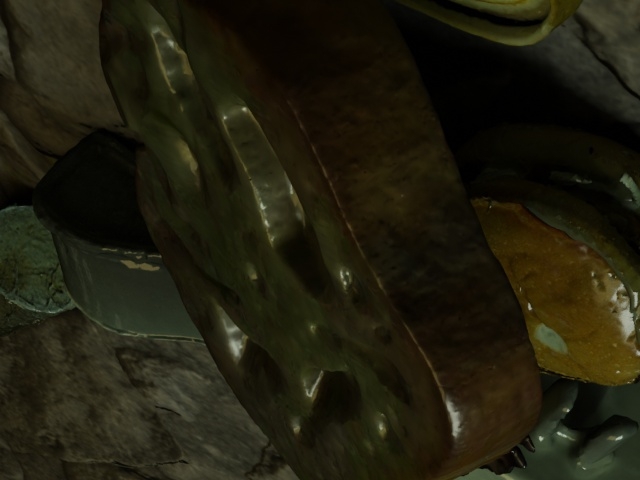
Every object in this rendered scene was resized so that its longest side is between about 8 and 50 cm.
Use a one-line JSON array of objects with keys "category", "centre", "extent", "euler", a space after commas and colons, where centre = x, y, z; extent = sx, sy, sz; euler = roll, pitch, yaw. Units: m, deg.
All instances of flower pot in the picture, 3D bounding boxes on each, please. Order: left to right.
[{"category": "flower pot", "centre": [-0.097, 0.013, 1.409], "extent": [0.229, 0.103, 0.108], "euler": [18, 145, 26]}]

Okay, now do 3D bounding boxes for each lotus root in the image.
[{"category": "lotus root", "centre": [0.000, 0.000, 1.134], "extent": [0.375, 0.111, 0.390], "euler": [38, 148, 48]}]

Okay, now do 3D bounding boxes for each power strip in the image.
[{"category": "power strip", "centre": [0.153, 0.134, 1.304], "extent": [0.139, 0.140, 0.224], "euler": [35, 149, 0]}]

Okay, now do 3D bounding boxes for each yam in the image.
[{"category": "yam", "centre": [-0.259, 0.029, 1.597], "extent": [0.107, 0.107, 0.183], "euler": [43, 150, -14]}]

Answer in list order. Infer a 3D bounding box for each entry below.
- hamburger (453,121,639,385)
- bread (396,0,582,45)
[{"category": "hamburger", "centre": [0.148, 0.002, 1.163], "extent": [0.177, 0.113, 0.185], "euler": [38, 142, 5]}, {"category": "bread", "centre": [0.073, -0.170, 1.026], "extent": [0.156, 0.064, 0.117], "euler": [27, 145, 16]}]
